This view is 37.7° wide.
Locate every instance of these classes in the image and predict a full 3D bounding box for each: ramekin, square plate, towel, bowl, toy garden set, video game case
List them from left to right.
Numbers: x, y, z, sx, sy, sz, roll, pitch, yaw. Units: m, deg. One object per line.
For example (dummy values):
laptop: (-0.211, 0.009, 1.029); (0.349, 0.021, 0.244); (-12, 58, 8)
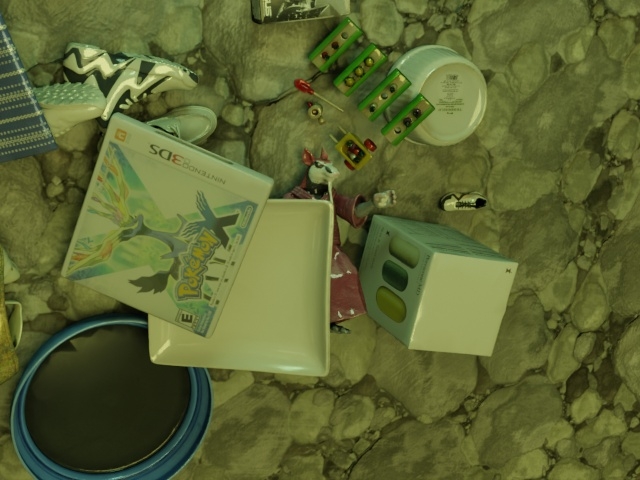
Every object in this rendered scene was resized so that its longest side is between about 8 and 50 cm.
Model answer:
towel: (-0.593, -0.277, 1.517); (0.243, 0.040, 0.336); (-10, 116, 14)
bowl: (-0.407, 0.325, 1.839); (0.391, 0.077, 0.391); (-7, 110, -21)
video game case: (-0.276, -0.020, 1.662); (0.300, 0.036, 0.329); (23, 112, -1)
square plate: (-0.149, 0.077, 1.728); (0.347, 0.049, 0.344); (4, 110, 7)
toy garden set: (0.064, -0.268, 1.808); (0.244, 0.049, 0.204); (44, 110, -10)
ramekin: (0.239, -0.287, 1.899); (0.207, 0.109, 0.207); (-7, 110, -21)

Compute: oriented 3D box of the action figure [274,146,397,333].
action figure: (0.000, 0.000, 1.858); (0.248, 0.276, 0.370); (3, 82, -11)

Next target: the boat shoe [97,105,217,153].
boat shoe: (-0.290, -0.186, 1.715); (0.227, 0.081, 0.079); (-19, 114, -17)

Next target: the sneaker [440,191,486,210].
sneaker: (0.311, -0.084, 2.036); (0.109, 0.044, 0.040); (-11, 113, -18)

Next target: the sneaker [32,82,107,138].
sneaker: (-0.468, -0.207, 1.596); (0.235, 0.090, 0.095); (-3, 118, 14)

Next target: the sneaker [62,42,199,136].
sneaker: (-0.342, -0.254, 1.664); (0.235, 0.094, 0.153); (6, 106, -25)

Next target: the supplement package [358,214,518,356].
supplement package: (0.221, 0.086, 1.885); (0.198, 0.262, 0.199); (8, 103, -26)

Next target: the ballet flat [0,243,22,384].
ballet flat: (-0.589, 0.100, 1.674); (0.123, 0.123, 0.348); (-5, 108, -22)

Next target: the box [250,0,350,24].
box: (-0.042, -0.523, 1.725); (0.183, 0.056, 0.231); (-10, 111, -20)
